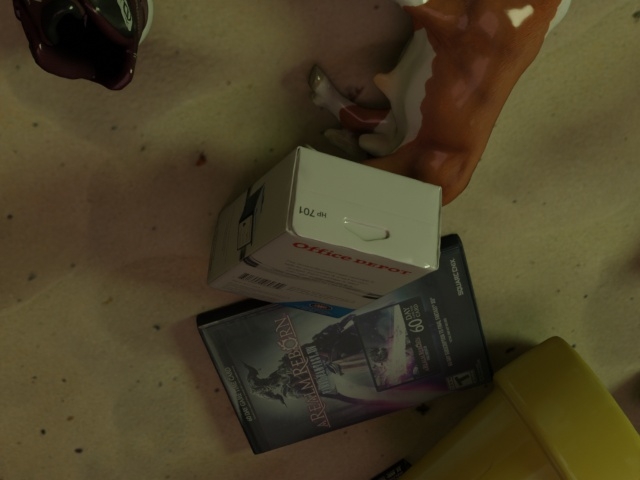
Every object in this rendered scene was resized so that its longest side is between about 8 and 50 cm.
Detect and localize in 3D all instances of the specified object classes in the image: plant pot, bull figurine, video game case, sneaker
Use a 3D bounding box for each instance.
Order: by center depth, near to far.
[{"bbox_3d":[-0.206,-0.222,0.803,0.106,0.162,0.281,-31,125,11],"label":"sneaker"},{"bbox_3d":[0.102,-0.159,0.950,0.189,0.101,0.310,10,122,-14],"label":"bull figurine"},{"bbox_3d":[0.210,0.265,1.160,0.239,0.254,0.254,-32,125,2],"label":"plant pot"},{"bbox_3d":[0.032,0.113,1.176,0.274,0.026,0.196,-18,126,1],"label":"video game case"}]

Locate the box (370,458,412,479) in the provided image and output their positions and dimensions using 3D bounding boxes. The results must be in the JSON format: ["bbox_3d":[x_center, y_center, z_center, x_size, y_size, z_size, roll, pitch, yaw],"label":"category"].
[{"bbox_3d":[0.099,0.364,1.334,0.147,0.077,0.180,-36,124,13],"label":"box"}]

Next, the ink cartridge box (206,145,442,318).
[{"bbox_3d":[0.000,0.000,0.995,0.140,0.082,0.191,15,157,-21],"label":"ink cartridge box"}]
